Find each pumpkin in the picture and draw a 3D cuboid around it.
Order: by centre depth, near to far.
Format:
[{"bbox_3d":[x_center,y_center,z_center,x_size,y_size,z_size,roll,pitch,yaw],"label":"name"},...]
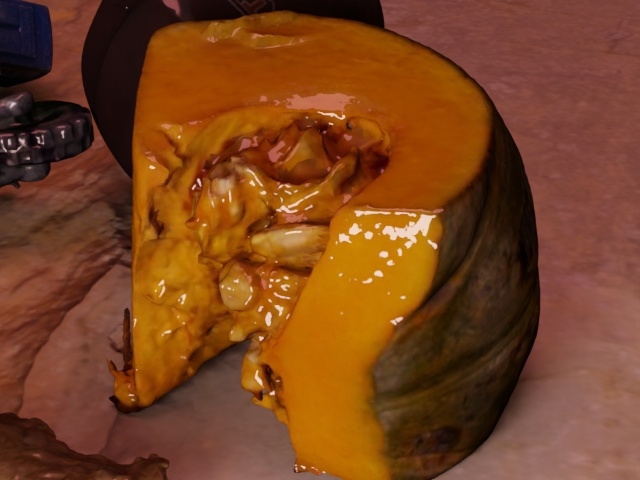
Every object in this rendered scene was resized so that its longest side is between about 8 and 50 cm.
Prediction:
[{"bbox_3d":[0.000,0.000,1.158,0.303,0.225,0.256,17,37,20],"label":"pumpkin"}]

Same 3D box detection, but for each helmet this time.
[{"bbox_3d":[-0.083,-0.135,1.351,0.177,0.305,0.225,-38,76,-20],"label":"helmet"}]

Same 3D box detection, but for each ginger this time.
[{"bbox_3d":[-0.226,0.128,1.052,0.290,0.084,0.122,11,37,22],"label":"ginger"}]

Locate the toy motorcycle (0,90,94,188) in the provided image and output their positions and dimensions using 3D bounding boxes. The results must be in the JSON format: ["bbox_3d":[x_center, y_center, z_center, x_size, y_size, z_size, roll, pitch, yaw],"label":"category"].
[{"bbox_3d":[-0.342,-0.075,1.379,0.327,0.143,0.188,6,28,29],"label":"toy motorcycle"}]

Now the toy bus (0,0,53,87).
[{"bbox_3d":[-0.331,-0.178,1.534,0.094,0.079,0.236,0,-2,36],"label":"toy bus"}]
